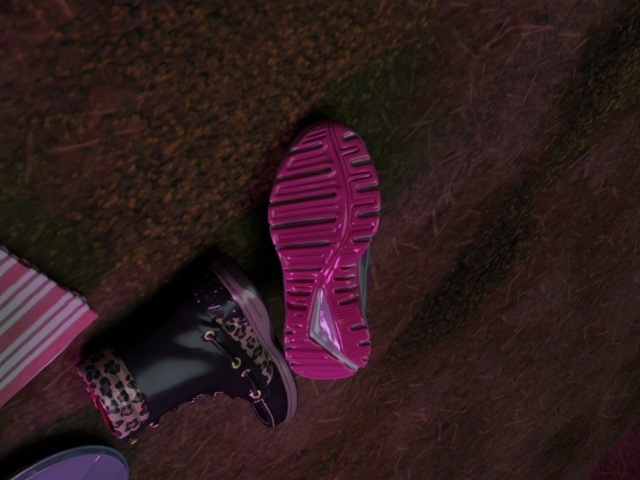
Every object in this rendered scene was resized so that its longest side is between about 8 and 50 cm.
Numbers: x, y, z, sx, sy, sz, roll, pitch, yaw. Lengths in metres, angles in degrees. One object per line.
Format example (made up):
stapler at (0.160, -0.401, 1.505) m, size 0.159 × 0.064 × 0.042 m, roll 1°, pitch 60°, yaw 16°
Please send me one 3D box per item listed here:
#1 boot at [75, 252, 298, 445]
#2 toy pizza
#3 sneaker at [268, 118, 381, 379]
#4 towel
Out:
boot at (-0.122, 0.136, 1.091) m, size 0.178 × 0.085 × 0.236 m, roll -34°, pitch 141°, yaw -17°
toy pizza at (-0.275, 0.268, 1.104) m, size 0.201 × 0.032 × 0.201 m, roll -33°, pitch 147°, yaw -24°
sneaker at (0.000, 0.000, 1.081) m, size 0.103 × 0.111 × 0.252 m, roll 2°, pitch 116°, yaw -4°
towel at (-0.272, 0.067, 0.882) m, size 0.144 × 0.029 × 0.197 m, roll -43°, pitch 149°, yaw -1°
